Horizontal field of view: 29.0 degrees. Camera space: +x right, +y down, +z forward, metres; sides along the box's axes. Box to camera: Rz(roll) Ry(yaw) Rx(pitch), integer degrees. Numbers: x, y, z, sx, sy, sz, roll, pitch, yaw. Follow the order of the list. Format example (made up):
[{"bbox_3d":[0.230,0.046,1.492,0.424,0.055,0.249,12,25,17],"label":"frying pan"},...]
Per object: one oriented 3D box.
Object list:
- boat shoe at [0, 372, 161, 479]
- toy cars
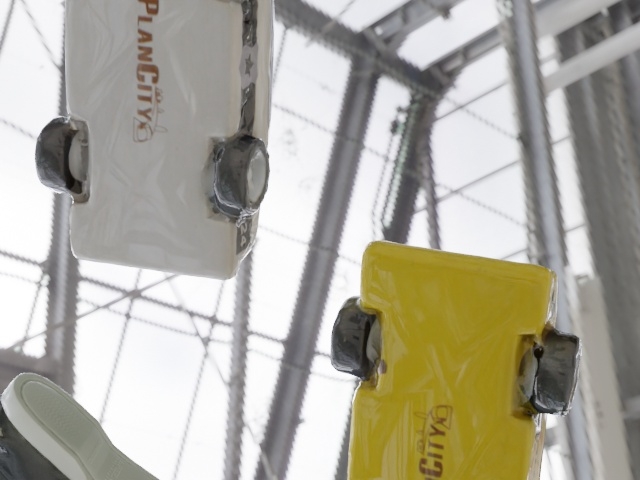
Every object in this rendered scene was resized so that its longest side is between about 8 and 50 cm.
[{"bbox_3d":[-0.190,0.252,1.108,0.302,0.091,0.114,47,-164,2],"label":"boat shoe"},{"bbox_3d":[0.000,0.000,0.551,0.394,0.176,0.087,54,-155,-2],"label":"toy cars"}]
